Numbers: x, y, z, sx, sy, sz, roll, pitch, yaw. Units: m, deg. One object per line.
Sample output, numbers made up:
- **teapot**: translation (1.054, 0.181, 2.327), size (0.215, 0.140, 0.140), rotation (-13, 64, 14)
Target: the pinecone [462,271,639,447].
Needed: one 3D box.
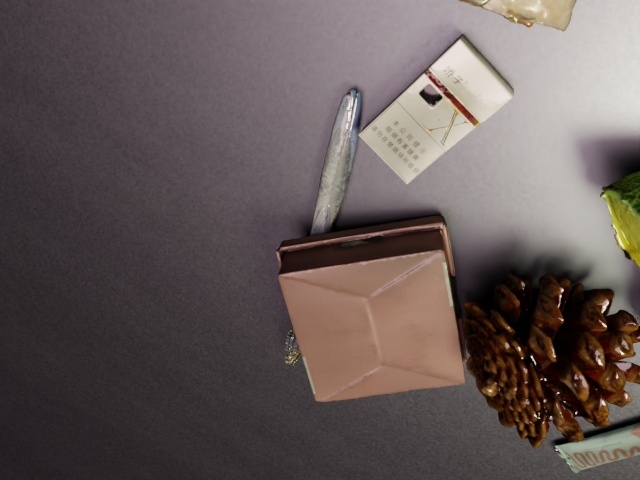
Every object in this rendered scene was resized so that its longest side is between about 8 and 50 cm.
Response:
- **pinecone**: translation (0.265, 0.129, 0.702), size (0.208, 0.207, 0.207), rotation (9, 120, 15)

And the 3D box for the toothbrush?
- **toothbrush**: translation (0.000, 0.000, 0.809), size (0.035, 0.042, 0.413), rotation (18, 120, 10)

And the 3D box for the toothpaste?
- **toothpaste**: translation (0.412, 0.262, 0.807), size (0.205, 0.036, 0.056), rotation (-33, 104, 35)

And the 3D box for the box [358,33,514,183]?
- **box**: translation (0.126, -0.142, 0.683), size (0.084, 0.040, 0.154), rotation (45, 124, -7)

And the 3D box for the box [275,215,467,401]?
- **box**: translation (0.068, 0.093, 0.781), size (0.215, 0.086, 0.215), rotation (-9, 115, 11)

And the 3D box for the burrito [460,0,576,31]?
- **burrito**: translation (0.194, -0.314, 0.466), size (0.143, 0.105, 0.299), rotation (24, 111, -3)

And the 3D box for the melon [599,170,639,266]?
- **melon**: translation (0.411, 0.034, 0.593), size (0.169, 0.129, 0.265), rotation (-31, 108, -3)
